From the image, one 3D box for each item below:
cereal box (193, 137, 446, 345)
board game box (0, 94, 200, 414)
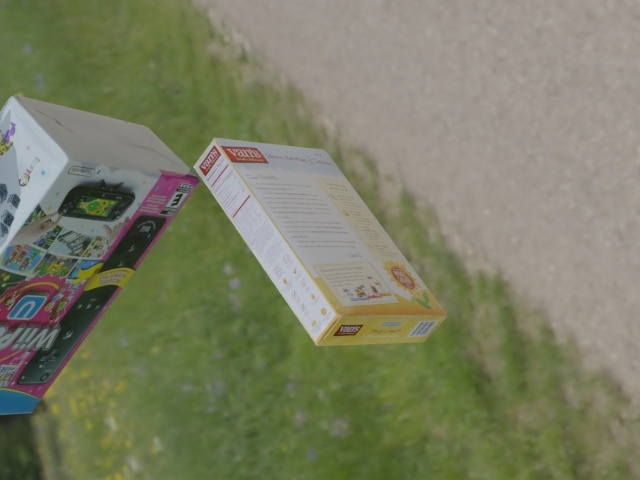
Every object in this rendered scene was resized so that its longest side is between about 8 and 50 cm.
[{"bbox_3d":[0.000,0.000,1.461,0.047,0.173,0.240,-52,57,27],"label":"cereal box"},{"bbox_3d":[-0.279,0.024,1.382,0.097,0.303,0.224,45,-164,22],"label":"board game box"}]
